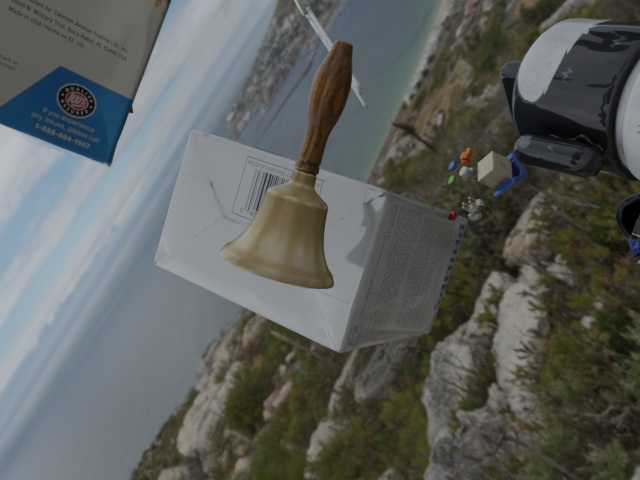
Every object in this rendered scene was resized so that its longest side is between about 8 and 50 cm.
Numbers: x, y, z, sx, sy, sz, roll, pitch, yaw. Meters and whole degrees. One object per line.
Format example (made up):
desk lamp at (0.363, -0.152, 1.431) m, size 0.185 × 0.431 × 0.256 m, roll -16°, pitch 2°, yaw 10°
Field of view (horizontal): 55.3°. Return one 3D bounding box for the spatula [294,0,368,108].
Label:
spatula at (0.007, -0.334, 1.024) m, size 0.019 × 0.242 × 0.168 m, roll -32°, pitch -5°, yaw 6°

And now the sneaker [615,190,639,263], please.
sneaker at (0.470, 0.012, 0.710) m, size 0.315 × 0.182 × 0.128 m, roll 38°, pitch 119°, yaw 59°

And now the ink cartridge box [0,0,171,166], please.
ink cartridge box at (-0.221, -0.201, 0.451) m, size 0.168 × 0.171 × 0.233 m, roll 18°, pitch 87°, yaw 49°

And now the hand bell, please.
hand bell at (-0.013, -0.084, 0.630) m, size 0.126 × 0.126 × 0.242 m, roll -137°, pitch 62°, yaw -74°

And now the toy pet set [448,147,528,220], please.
toy pet set at (0.261, -0.092, 0.959) m, size 0.114 × 0.065 × 0.122 m, roll -45°, pitch 29°, yaw 50°

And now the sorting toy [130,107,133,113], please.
sorting toy at (-0.412, -0.272, 1.194) m, size 0.132 × 0.046 × 0.275 m, roll 77°, pitch -159°, yaw -59°

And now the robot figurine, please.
robot figurine at (0.341, -0.163, 0.708) m, size 0.278 × 0.173 × 0.209 m, roll 35°, pitch 107°, yaw 54°

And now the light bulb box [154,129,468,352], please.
light bulb box at (0.000, 0.000, 0.999) m, size 0.361 × 0.357 × 0.225 m, roll 6°, pitch -77°, yaw -61°
